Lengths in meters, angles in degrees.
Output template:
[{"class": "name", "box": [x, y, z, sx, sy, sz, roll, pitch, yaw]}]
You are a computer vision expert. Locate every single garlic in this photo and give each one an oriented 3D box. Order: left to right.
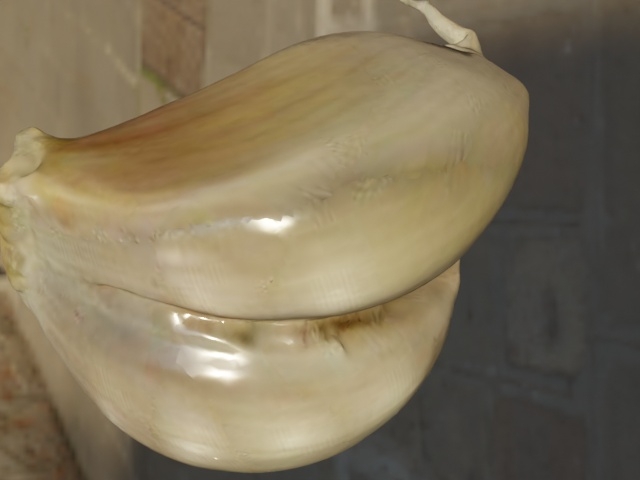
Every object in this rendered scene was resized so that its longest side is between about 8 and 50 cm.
[{"class": "garlic", "box": [0.000, 0.000, 0.988, 0.246, 0.340, 0.231, 25, 135, 50]}]
